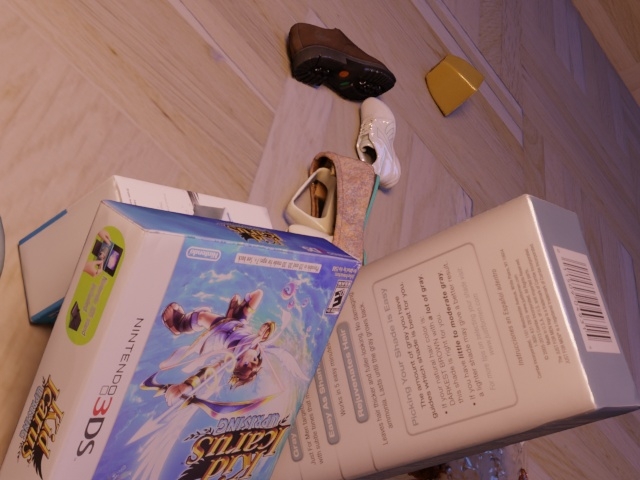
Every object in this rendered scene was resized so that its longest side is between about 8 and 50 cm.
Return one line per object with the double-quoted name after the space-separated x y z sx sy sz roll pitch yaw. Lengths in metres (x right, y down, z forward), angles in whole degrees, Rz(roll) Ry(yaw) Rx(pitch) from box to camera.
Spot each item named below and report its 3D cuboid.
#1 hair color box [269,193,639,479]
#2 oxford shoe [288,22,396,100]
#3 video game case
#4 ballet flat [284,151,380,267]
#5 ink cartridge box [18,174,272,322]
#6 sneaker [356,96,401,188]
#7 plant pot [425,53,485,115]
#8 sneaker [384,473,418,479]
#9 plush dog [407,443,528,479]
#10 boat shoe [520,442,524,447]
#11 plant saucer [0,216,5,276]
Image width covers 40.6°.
0.082 0.119 0.822 0.113 0.374 0.185 12 59 -51 "hair color box"
0.038 -0.276 1.305 0.227 0.082 0.096 14 53 -52 "oxford shoe"
-0.103 0.105 0.719 0.061 0.244 0.269 31 13 36 "video game case"
0.000 0.000 1.067 0.106 0.107 0.316 29 38 -15 "ballet flat"
-0.148 0.019 0.781 0.190 0.139 0.082 8 60 -54 "ink cartridge box"
0.083 -0.156 1.314 0.061 0.053 0.152 17 56 -46 "sneaker"
0.246 -0.300 1.626 0.083 0.081 0.081 47 35 -8 "plant pot"
0.065 0.298 0.989 0.170 0.068 0.071 2 82 -46 "sneaker"
0.171 0.202 1.015 0.262 0.210 0.225 28 43 -27 "plush dog"
0.240 0.175 1.274 0.091 0.114 0.303 25 61 -45 "boat shoe"
-0.318 -0.022 0.661 0.195 0.037 0.195 33 45 -40 "plant saucer"
